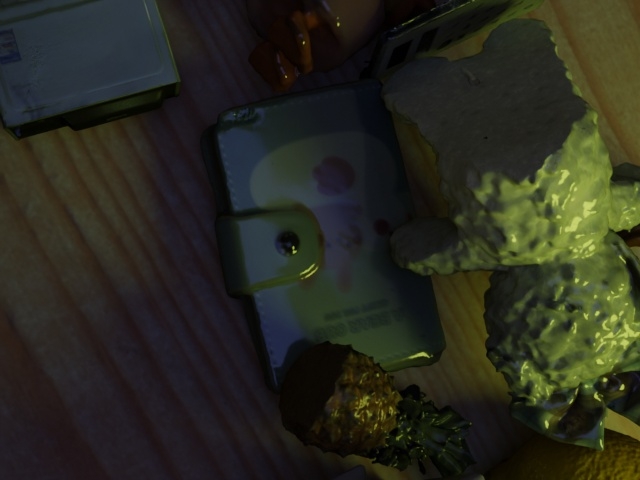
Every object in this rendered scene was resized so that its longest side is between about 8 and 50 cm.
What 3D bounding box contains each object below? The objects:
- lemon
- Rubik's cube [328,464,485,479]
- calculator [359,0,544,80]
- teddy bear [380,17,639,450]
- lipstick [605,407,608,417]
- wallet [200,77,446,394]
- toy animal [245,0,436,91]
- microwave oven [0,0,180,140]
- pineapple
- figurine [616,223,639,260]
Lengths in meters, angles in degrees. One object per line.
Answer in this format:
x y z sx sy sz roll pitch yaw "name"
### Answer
0.319 0.314 1.260 0.257 0.188 0.188 5 86 13 "lemon"
0.064 0.427 1.125 0.368 0.387 0.358 -20 80 -21 "Rubik's cube"
0.171 -0.268 1.283 0.262 0.161 0.021 -27 83 -8 "calculator"
0.249 -0.007 1.245 0.327 0.375 0.362 -22 125 3 "teddy bear"
0.355 0.173 1.356 0.025 0.025 0.107 9 80 -9 "lipstick"
0.000 0.000 1.286 0.252 0.083 0.360 -13 89 -14 "wallet"
0.032 -0.305 1.261 0.281 0.195 0.169 -31 91 -24 "toy animal"
-0.280 -0.214 1.227 0.205 0.129 0.163 -16 92 -9 "microwave oven"
0.073 0.209 1.224 0.248 0.128 0.128 30 82 -33 "pineapple"
0.411 0.068 1.316 0.189 0.142 0.263 -5 86 -41 "figurine"
